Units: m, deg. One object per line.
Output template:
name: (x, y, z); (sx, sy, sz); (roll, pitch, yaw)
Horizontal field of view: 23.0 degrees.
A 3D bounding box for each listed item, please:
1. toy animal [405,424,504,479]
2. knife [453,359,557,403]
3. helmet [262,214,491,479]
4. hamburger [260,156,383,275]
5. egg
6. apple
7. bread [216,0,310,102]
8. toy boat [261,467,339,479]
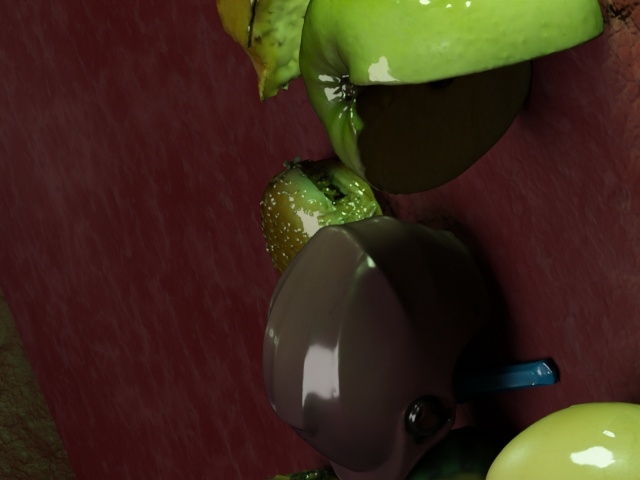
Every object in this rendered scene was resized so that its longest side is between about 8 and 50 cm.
toy animal: (0.166, 0.388, 1.941); (0.191, 0.216, 0.338); (-104, 4, -74)
knife: (0.201, 0.174, 1.906); (0.296, 0.026, 0.044); (-19, 94, 61)
helmet: (0.037, 0.122, 1.855); (0.271, 0.197, 0.338); (33, 98, 57)
hamburger: (0.000, 0.000, 2.056); (0.189, 0.122, 0.215); (46, 148, 36)
egg: (0.287, 0.262, 1.580); (0.201, 0.244, 0.201); (-176, 90, -87)
apple: (0.109, -0.207, 1.542); (0.233, 0.258, 0.295); (62, 153, 17)
bread: (0.008, -0.344, 1.661); (0.279, 0.248, 0.315); (-10, 103, 65)
toy boat: (0.038, 0.431, 2.245); (0.445, 0.162, 0.136); (16, 125, 59)
